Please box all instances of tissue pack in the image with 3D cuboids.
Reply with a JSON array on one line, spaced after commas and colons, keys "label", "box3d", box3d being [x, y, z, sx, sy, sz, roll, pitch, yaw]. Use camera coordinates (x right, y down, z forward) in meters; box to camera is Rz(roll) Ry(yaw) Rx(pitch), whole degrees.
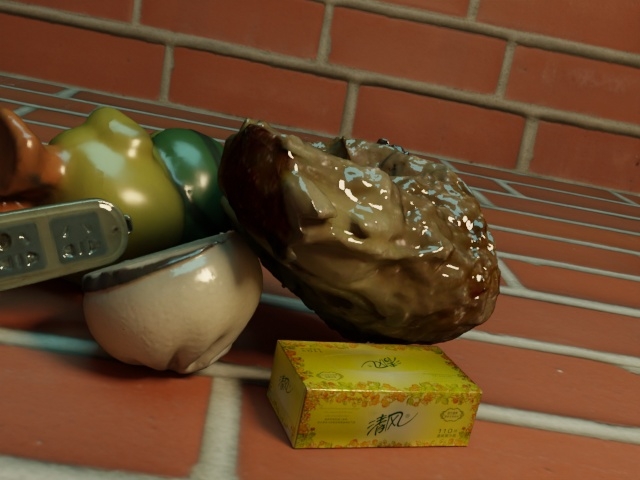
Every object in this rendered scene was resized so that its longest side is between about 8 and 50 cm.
[{"label": "tissue pack", "box3d": [0.048, 0.140, 0.710, 0.176, 0.062, 0.095, 4, 17, -20]}]

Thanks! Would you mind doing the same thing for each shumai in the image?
[{"label": "shumai", "box3d": [-0.002, 0.001, 0.769, 0.346, 0.217, 0.283, 29, 17, 25]}]

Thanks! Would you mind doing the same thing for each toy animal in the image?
[{"label": "toy animal", "box3d": [-0.232, -0.038, 0.910, 0.338, 0.216, 0.191, 0, 47, -46]}]

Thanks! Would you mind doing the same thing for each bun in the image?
[{"label": "bun", "box3d": [-0.133, 0.065, 0.732, 0.173, 0.120, 0.173, -18, 6, 2]}]

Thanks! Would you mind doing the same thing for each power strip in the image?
[{"label": "power strip", "box3d": [-0.317, 0.014, 0.733, 0.286, 0.080, 0.048, -13, 10, -26]}]
